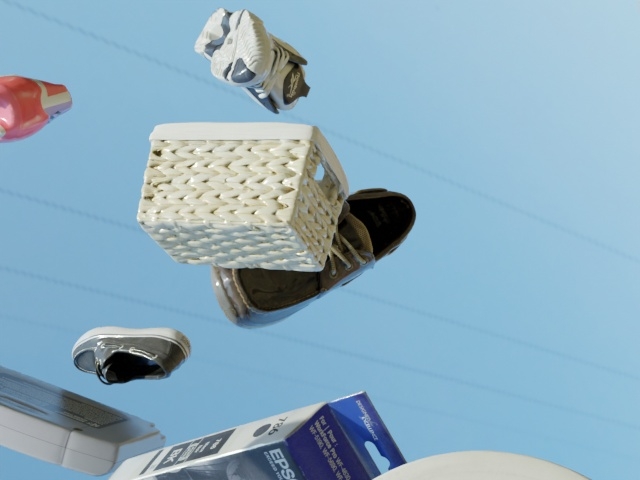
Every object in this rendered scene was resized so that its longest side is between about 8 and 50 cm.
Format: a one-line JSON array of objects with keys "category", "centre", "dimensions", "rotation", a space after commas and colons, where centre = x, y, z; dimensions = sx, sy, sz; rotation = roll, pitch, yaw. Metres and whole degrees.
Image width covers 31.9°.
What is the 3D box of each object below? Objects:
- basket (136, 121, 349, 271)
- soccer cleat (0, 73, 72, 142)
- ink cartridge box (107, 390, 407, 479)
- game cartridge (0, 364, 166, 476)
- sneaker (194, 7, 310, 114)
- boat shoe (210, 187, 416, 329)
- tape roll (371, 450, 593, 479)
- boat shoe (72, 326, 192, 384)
[{"category": "basket", "centre": [-0.072, -0.038, 1.027], "dimensions": [0.113, 0.167, 0.103], "rotation": [55, -137, -59]}, {"category": "soccer cleat", "centre": [-0.374, -0.144, 1.213], "dimensions": [0.095, 0.248, 0.083], "rotation": [-21, -70, -46]}, {"category": "ink cartridge box", "centre": [-0.060, 0.271, 1.146], "dimensions": [0.165, 0.333, 0.065], "rotation": [59, -147, -12]}, {"category": "game cartridge", "centre": [-0.374, 0.234, 1.488], "dimensions": [0.297, 0.062, 0.198], "rotation": [18, -174, 15]}, {"category": "sneaker", "centre": [-0.065, -0.221, 1.442], "dimensions": [0.153, 0.094, 0.235], "rotation": [27, -178, -25]}, {"category": "boat shoe", "centre": [0.000, 0.000, 1.401], "dimensions": [0.355, 0.130, 0.132], "rotation": [-33, -86, -52]}, {"category": "tape roll", "centre": [0.100, 0.259, 0.665], "dimensions": [0.246, 0.246, 0.169], "rotation": [64, 180, 22]}, {"category": "boat shoe", "centre": [-0.292, 0.180, 1.655], "dimensions": [0.076, 0.229, 0.080], "rotation": [-56, -48, -44]}]
